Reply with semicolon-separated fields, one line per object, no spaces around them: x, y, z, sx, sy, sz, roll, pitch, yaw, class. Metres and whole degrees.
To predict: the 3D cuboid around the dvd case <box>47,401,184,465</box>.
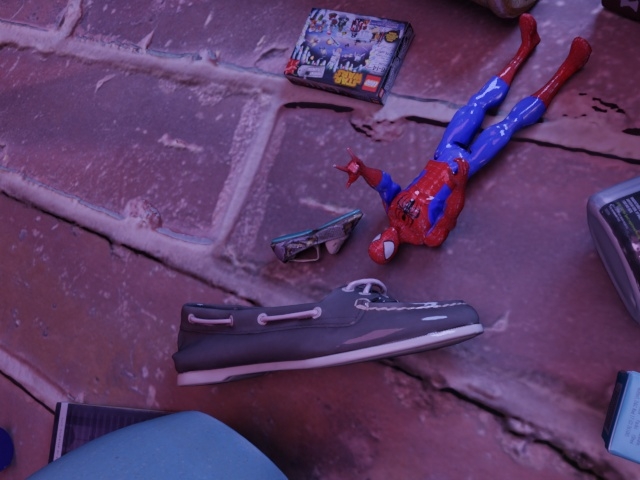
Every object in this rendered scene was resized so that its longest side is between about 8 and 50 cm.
-0.249;0.287;0.627;0.221;0.018;0.165;-4;76;24;dvd case

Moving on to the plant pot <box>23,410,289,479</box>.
-0.130;0.271;0.454;0.290;0.290;0.195;20;52;29;plant pot

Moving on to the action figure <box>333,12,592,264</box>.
0.125;-0.096;0.485;0.091;0.139;0.280;41;98;29;action figure

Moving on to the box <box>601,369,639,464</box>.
0.326;0.155;0.337;0.244;0.100;0.060;16;85;29;box

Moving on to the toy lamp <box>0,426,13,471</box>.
-0.556;0.348;0.726;0.274;0.080;0.080;-34;65;14;toy lamp

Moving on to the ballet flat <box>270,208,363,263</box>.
0.000;0.000;0.576;0.114;0.041;0.041;-19;69;21;ballet flat

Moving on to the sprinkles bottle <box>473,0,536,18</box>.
0.091;-0.370;0.576;0.355;0.121;0.121;41;96;28;sprinkles bottle

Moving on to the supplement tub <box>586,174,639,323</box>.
0.312;-0.016;0.379;0.190;0.117;0.117;-22;68;18;supplement tub

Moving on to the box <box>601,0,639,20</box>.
0.359;-0.284;0.397;0.167;0.168;0.203;40;96;28;box

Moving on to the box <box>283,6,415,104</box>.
0.031;-0.222;0.619;0.137;0.027;0.094;22;88;28;box

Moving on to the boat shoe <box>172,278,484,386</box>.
-0.016;0.081;0.516;0.335;0.112;0.096;-15;75;25;boat shoe
